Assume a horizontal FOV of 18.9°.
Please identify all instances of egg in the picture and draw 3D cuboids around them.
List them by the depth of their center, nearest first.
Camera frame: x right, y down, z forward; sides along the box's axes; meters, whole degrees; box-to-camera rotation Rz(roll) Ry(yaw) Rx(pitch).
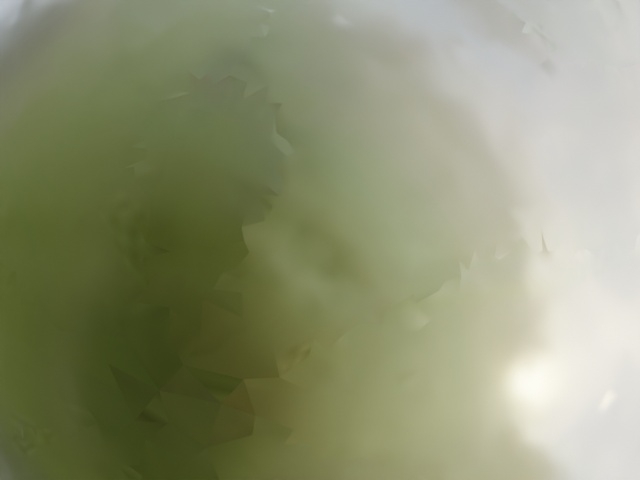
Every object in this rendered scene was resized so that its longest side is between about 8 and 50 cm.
[{"bbox_3d":[0.000,0.000,0.590,0.283,0.345,0.283,0,-86,-2],"label":"egg"}]
